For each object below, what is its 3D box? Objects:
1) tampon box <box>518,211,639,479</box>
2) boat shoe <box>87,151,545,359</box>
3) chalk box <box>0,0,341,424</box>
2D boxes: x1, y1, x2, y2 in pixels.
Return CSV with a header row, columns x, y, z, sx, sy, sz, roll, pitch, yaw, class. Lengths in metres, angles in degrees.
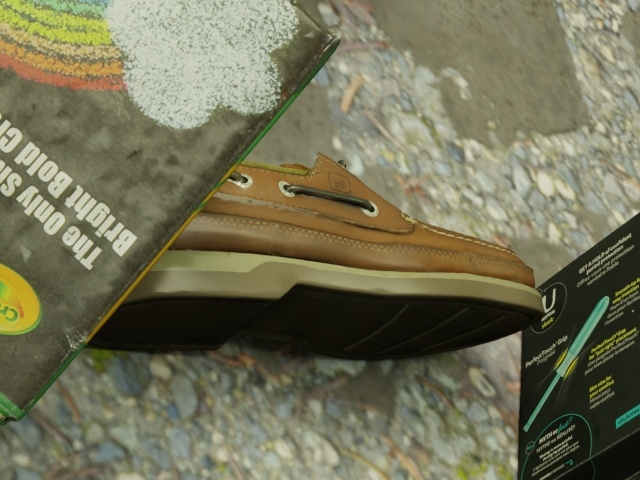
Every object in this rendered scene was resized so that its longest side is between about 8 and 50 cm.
x,y,z,sx,sy,sz,roll,pitch,yaw,class
0.197,0.088,1.207,0.101,0.120,0.161,29,45,-24,tampon box
0.000,0.000,1.093,0.307,0.110,0.104,7,62,-40,boat shoe
-0.166,-0.033,0.878,0.180,0.179,0.289,44,74,-11,chalk box
